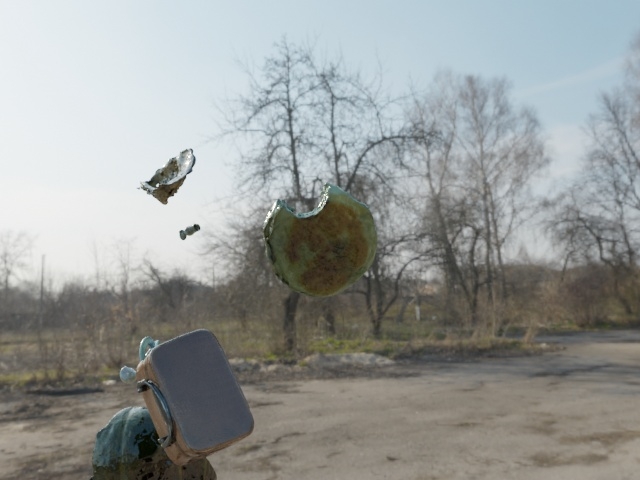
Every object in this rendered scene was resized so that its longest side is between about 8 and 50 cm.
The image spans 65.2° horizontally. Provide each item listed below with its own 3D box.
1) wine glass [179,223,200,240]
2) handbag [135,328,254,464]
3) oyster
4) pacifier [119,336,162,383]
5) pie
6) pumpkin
[{"bbox_3d":[-0.468,-0.032,1.793,0.083,0.042,0.039,-21,-51,30],"label":"wine glass"},{"bbox_3d":[-0.206,0.249,0.803,0.151,0.193,0.072,-6,-27,-48],"label":"handbag"},{"bbox_3d":[-0.299,-0.120,0.977,0.177,0.105,0.056,-17,-42,37],"label":"oyster"},{"bbox_3d":[-0.408,0.298,1.166,0.116,0.150,0.127,-14,23,5],"label":"pacifier"},{"bbox_3d":[0.003,0.007,1.244,0.302,0.303,0.067,-1,24,-10],"label":"pie"},{"bbox_3d":[-0.308,0.457,0.951,0.111,0.279,0.163,-13,26,30],"label":"pumpkin"}]
